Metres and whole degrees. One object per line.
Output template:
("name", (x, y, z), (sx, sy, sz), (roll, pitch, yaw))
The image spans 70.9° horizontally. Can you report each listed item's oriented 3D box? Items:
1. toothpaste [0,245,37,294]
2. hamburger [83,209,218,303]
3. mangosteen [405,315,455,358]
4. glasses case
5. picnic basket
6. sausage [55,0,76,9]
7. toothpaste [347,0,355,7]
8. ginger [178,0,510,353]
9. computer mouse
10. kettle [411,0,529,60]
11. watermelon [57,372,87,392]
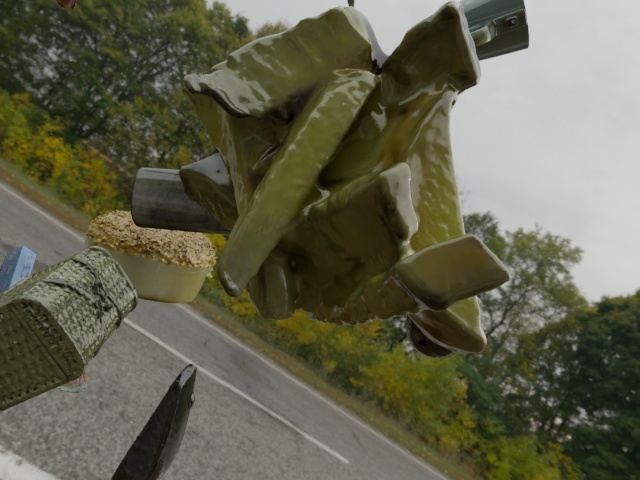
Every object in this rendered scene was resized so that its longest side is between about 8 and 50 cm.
("toothpaste", (-0.828, 0.141, 1.196), (0.053, 0.066, 0.272), (58, 17, -50))
("hamburger", (-0.377, 0.027, 1.004), (0.276, 0.179, 0.294), (18, -2, 8))
("mangosteen", (0.232, 0.160, 0.865), (0.140, 0.140, 0.140), (35, -6, 4))
("glasses case", (-0.190, -0.067, 0.811), (0.300, 0.114, 0.060), (6, -3, 9))
("picnic basket", (-0.372, 0.109, 0.642), (0.196, 0.154, 0.134), (-95, 162, -72))
("sausage", (-0.431, -0.456, 0.774), (0.042, 0.036, 0.158), (45, -36, -15))
("toothpaste", (0.084, -0.670, 1.097), (0.218, 0.041, 0.064), (96, -16, -56))
("ginger", (-0.013, -0.057, 0.446), (0.414, 0.358, 0.211), (21, 28, 22))
("computer mouse", (-0.322, 0.398, 0.932), (0.087, 0.295, 0.168), (30, -5, -2))
("kettle", (0.336, -0.467, 1.025), (0.210, 0.243, 0.159), (-75, 145, -53))
("watermelon", (-0.685, 0.342, 1.251), (0.187, 0.139, 0.071), (30, -23, 19))
